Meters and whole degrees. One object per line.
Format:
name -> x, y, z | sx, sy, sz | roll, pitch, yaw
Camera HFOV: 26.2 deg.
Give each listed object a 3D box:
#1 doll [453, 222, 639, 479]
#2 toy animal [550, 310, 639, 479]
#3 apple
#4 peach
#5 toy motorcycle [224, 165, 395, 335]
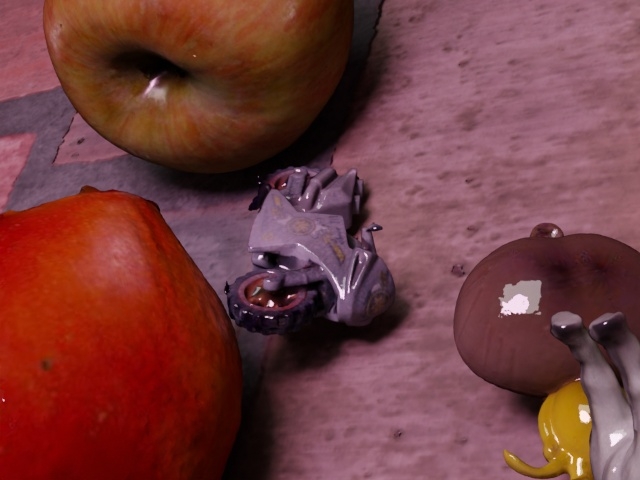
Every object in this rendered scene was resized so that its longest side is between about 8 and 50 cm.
doll -> 0.151, 0.076, 0.870 | 0.145, 0.096, 0.188 | 14, 65, 12
toy animal -> 0.190, 0.100, 0.770 | 0.255, 0.170, 0.090 | -47, 24, -15
apple -> -0.095, -0.196, 1.180 | 0.264, 0.264, 0.264 | -18, 43, 18
peach -> -0.199, 0.116, 0.933 | 0.281, 0.281, 0.338 | -1, 52, 33
toy motorcycle -> 0.000, 0.000, 1.047 | 0.122, 0.080, 0.215 | 4, 33, 5
